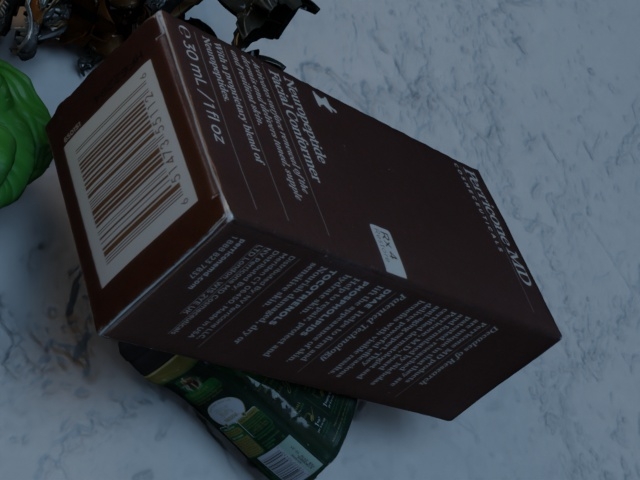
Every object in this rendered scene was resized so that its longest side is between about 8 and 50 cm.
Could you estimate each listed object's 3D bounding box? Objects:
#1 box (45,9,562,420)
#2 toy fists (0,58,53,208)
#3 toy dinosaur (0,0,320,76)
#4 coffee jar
[{"bbox_3d":[0.000,0.000,0.915,0.381,0.143,0.191,21,37,-47],"label":"box"},{"bbox_3d":[-0.293,-0.140,0.832,0.279,0.096,0.142,58,28,-2],"label":"toy fists"},{"bbox_3d":[-0.125,-0.220,1.007,0.218,0.164,0.322,44,68,8],"label":"toy dinosaur"},{"bbox_3d":[-0.064,0.101,0.932,0.184,0.079,0.096,42,40,-15],"label":"coffee jar"}]
